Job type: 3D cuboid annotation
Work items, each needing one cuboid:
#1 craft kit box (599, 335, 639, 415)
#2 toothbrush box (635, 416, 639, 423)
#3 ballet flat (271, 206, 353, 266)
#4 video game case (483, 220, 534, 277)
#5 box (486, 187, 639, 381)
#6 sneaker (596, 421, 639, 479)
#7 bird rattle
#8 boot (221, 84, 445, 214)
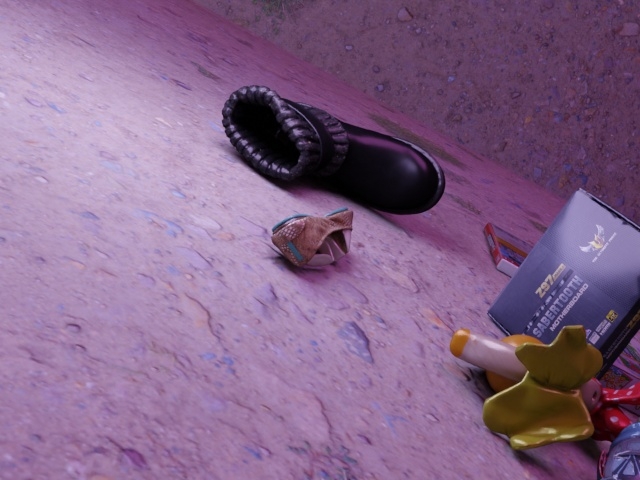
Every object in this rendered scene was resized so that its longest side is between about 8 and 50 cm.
[{"bbox_3d":[0.473,0.193,1.274,0.246,0.061,0.250,25,17,-7],"label":"craft kit box"},{"bbox_3d":[0.561,0.249,0.992,0.122,0.206,0.283,22,18,-27],"label":"toothbrush box"},{"bbox_3d":[0.000,0.000,1.057,0.067,0.073,0.206,61,25,6],"label":"ballet flat"},{"bbox_3d":[0.433,0.053,1.657,0.204,0.025,0.285,29,16,-3],"label":"video game case"},{"bbox_3d":[0.365,0.068,1.141,0.059,0.233,0.183,23,17,-39],"label":"box"},{"bbox_3d":[0.370,0.298,0.777,0.125,0.104,0.262,-22,51,-41],"label":"sneaker"},{"bbox_3d":[0.263,0.152,0.938,0.207,0.143,0.253,22,5,40],"label":"bird rattle"},{"bbox_3d":[0.026,-0.139,1.343,0.348,0.131,0.260,23,8,14],"label":"boot"}]
